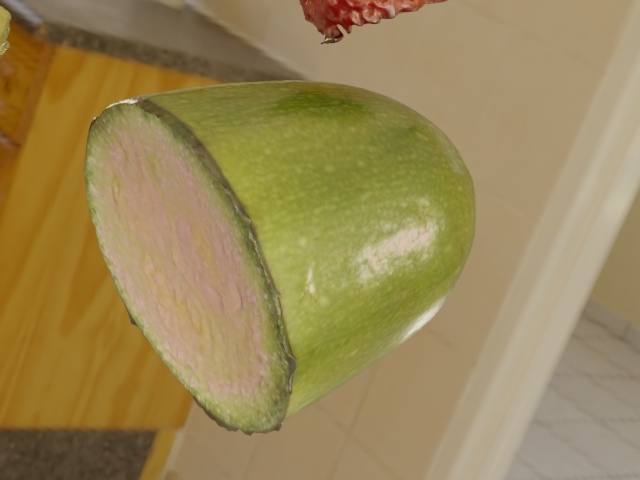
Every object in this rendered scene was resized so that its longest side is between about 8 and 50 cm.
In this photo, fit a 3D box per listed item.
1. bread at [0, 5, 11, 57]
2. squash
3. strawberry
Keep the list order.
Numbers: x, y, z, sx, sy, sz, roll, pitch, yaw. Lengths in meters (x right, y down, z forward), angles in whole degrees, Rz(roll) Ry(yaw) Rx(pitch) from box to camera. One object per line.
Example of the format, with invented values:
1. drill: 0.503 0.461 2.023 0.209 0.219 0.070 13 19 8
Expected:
1. bread: -0.405 -0.198 1.479 0.125 0.086 0.156 21 59 -23
2. squash: 0.001 -0.032 1.186 0.308 0.310 0.310 -27 42 -27
3. strawberry: 0.048 -0.227 1.168 0.145 0.086 0.145 -23 7 3
